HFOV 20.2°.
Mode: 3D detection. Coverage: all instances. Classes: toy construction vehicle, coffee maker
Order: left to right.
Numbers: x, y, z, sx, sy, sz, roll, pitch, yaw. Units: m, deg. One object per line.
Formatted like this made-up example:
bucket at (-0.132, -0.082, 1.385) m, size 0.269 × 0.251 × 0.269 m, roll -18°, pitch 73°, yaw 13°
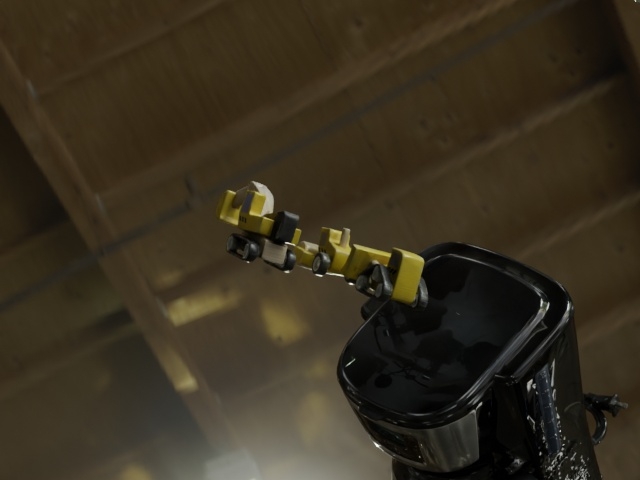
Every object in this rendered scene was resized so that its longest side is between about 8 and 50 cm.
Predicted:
toy construction vehicle at (0.000, 0.000, 0.848) m, size 0.086 × 0.098 × 0.035 m, roll 16°, pitch -87°, yaw -20°
coffee maker at (0.091, 0.090, 0.990) m, size 0.120 × 0.171 × 0.178 m, roll 5°, pitch -45°, yaw 21°

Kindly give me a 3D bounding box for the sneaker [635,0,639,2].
sneaker at (0.315, -0.176, 1.282) m, size 0.208 × 0.127 × 0.319 m, roll -16°, pitch -77°, yaw 31°
